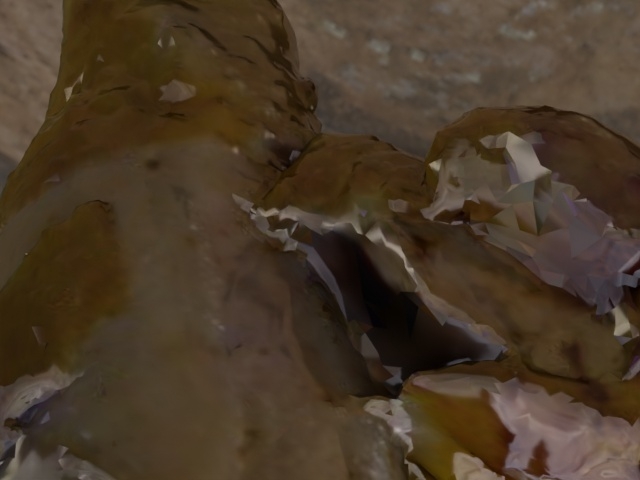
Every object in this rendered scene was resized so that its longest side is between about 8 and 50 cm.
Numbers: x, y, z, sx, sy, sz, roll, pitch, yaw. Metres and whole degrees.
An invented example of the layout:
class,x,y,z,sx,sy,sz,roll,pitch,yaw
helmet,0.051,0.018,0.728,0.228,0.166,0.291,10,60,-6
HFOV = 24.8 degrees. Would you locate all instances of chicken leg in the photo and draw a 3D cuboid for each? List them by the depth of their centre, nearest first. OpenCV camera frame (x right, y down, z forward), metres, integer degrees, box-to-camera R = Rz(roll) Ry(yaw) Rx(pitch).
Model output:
class,x,y,z,sx,sy,sz,roll,pitch,yaw
chicken leg,0.000,0.000,0.488,0.295,0.410,0.182,-18,151,22
